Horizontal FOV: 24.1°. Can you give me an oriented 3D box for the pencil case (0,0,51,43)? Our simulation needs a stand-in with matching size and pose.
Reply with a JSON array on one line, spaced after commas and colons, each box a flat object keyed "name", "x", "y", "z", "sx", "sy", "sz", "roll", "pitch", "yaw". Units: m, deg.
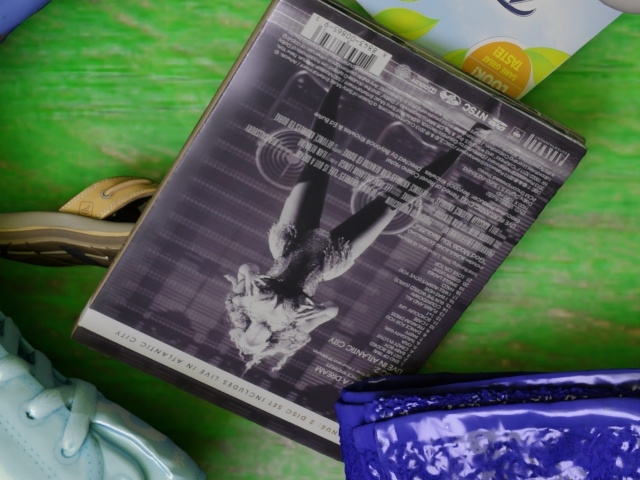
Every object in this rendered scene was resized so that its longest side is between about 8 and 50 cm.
[{"name": "pencil case", "x": -0.133, "y": -0.181, "z": 0.714, "sx": 0.306, "sy": 0.119, "sz": 0.133, "roll": -43, "pitch": 124, "yaw": -5}]

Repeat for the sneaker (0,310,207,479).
[{"name": "sneaker", "x": -0.139, "y": 0.104, "z": 0.743, "sx": 0.150, "sy": 0.135, "sz": 0.365, "roll": -20, "pitch": 97, "yaw": -2}]

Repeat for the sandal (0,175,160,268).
[{"name": "sandal", "x": -0.108, "y": -0.010, "z": 0.793, "sx": 0.180, "sy": 0.072, "sz": 0.049, "roll": 5, "pitch": 75, "yaw": 15}]

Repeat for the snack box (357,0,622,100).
[{"name": "snack box", "x": 0.071, "y": -0.179, "z": 0.680, "sx": 0.174, "sy": 0.070, "sz": 0.207, "roll": -39, "pitch": 122, "yaw": 12}]

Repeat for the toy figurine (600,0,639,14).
[{"name": "toy figurine", "x": 0.217, "y": -0.065, "z": 0.629, "sx": 0.148, "sy": 0.209, "sz": 0.213, "roll": -30, "pitch": 45, "yaw": 5}]

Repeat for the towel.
[{"name": "towel", "x": 0.133, "y": 0.211, "z": 0.727, "sx": 0.228, "sy": 0.076, "sz": 0.308, "roll": -6, "pitch": 102, "yaw": 23}]

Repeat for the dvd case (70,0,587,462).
[{"name": "dvd case", "x": 0.000, "y": 0.000, "z": 0.733, "sx": 0.165, "sy": 0.018, "sz": 0.221, "roll": 26, "pitch": 117, "yaw": -16}]
